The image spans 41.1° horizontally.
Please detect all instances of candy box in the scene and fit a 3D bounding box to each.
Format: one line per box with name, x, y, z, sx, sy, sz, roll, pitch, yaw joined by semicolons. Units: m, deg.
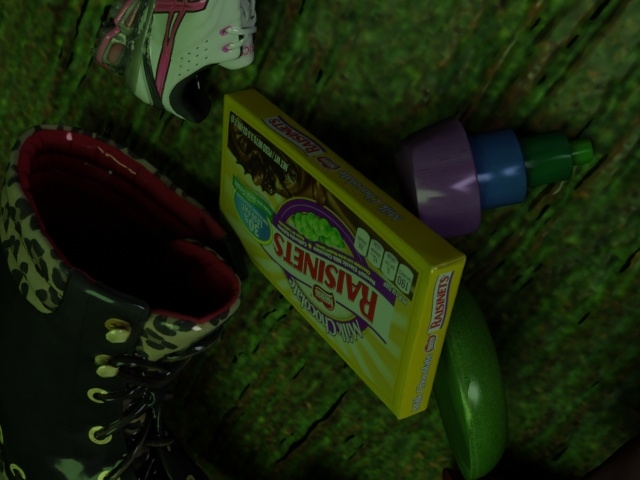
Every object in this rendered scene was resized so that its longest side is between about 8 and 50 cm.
candy box;0.000;0.000;0.501;0.206;0.027;0.105;43;140;41

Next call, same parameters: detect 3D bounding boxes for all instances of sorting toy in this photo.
sorting toy;0.135;0.093;0.531;0.126;0.127;0.365;-11;114;-1

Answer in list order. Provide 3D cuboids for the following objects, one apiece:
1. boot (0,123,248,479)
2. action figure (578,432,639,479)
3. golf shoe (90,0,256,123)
boot;-0.130;0.126;0.605;0.377;0.138;0.284;48;132;18
action figure;0.281;0.084;0.376;0.276;0.248;0.370;29;108;-34
golf shoe;-0.061;-0.144;0.486;0.086;0.067;0.186;39;138;-5
